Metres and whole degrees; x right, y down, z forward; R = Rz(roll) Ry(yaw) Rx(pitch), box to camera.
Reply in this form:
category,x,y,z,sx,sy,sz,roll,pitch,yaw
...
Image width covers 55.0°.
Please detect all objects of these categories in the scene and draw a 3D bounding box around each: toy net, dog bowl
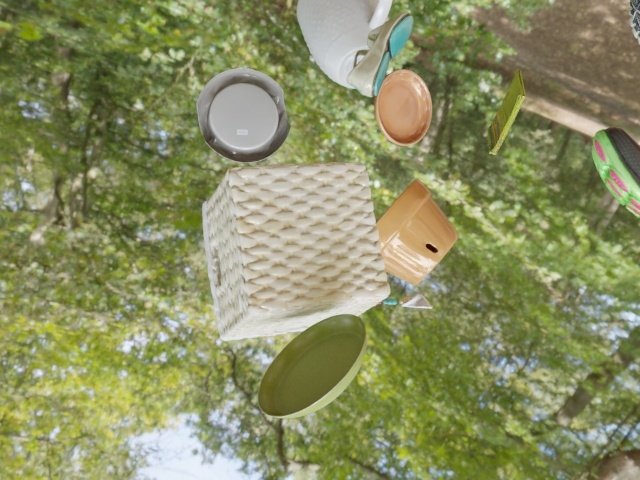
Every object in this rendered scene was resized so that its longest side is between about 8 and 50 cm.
category,x,y,z,sx,sy,sz,roll,pitch,yaw
toy net,0.215,0.166,1.793,0.232,0.045,0.122,3,179,41
dog bowl,-0.283,-0.449,2.265,0.349,0.348,0.102,20,172,-8

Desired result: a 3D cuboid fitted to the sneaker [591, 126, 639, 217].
category,x,y,z,sx,sy,sz,roll,pitch,yaw
sneaker,0.824,-0.109,1.372,0.483,0.202,0.185,38,-173,9

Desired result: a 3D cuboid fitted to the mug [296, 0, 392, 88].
category,x,y,z,sx,sy,sz,roll,pitch,yaw
mug,0.112,-0.691,1.952,0.276,0.374,0.327,4,-128,-28

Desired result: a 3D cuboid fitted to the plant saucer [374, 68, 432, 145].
category,x,y,z,sx,sy,sz,roll,pitch,yaw
plant saucer,0.215,-0.352,1.638,0.200,0.199,0.037,10,178,-36

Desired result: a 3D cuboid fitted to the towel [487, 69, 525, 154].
category,x,y,z,sx,sy,sz,roll,pitch,yaw
towel,0.510,-0.351,1.704,0.021,0.237,0.102,3,-122,-4

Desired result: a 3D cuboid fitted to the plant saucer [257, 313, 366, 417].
category,x,y,z,sx,sy,sz,roll,pitch,yaw
plant saucer,-0.008,0.231,1.113,0.037,0.241,0.241,51,-172,-20

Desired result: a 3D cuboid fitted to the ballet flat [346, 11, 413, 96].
category,x,y,z,sx,sy,sz,roll,pitch,yaw
ballet flat,0.125,-0.415,1.335,0.086,0.086,0.248,25,-119,6

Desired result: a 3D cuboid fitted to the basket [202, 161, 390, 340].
category,x,y,z,sx,sy,sz,roll,pitch,yaw
basket,-0.056,0.023,1.326,0.332,0.328,0.266,-4,165,-23

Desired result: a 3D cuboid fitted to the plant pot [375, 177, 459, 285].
category,x,y,z,sx,sy,sz,roll,pitch,yaw
plant pot,0.262,-0.008,1.786,0.203,0.290,0.291,40,-161,5

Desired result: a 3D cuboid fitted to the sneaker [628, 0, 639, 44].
category,x,y,z,sx,sy,sz,roll,pitch,yaw
sneaker,0.536,-0.414,0.973,0.299,0.121,0.112,63,-157,1
